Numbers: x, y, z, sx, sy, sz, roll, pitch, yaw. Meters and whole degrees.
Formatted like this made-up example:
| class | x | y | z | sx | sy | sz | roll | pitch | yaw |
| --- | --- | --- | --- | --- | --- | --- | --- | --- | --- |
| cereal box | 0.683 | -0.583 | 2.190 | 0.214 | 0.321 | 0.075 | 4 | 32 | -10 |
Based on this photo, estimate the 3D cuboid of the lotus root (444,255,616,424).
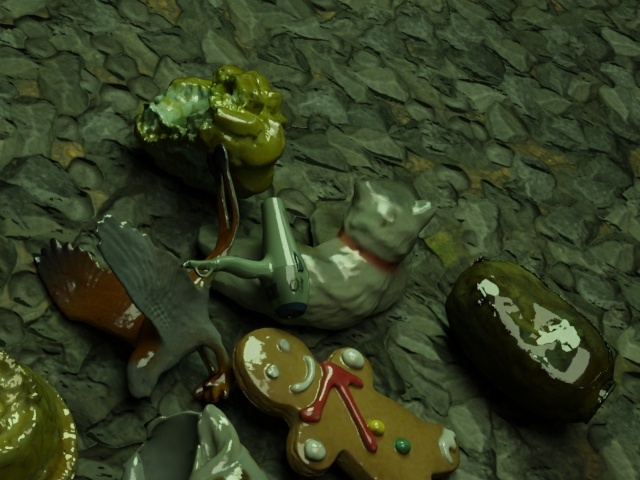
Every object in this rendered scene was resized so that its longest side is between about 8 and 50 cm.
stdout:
| class | x | y | z | sx | sy | sz | roll | pitch | yaw |
| --- | --- | --- | --- | --- | --- | --- | --- | --- | --- |
| lotus root | 0.295 | 0.150 | 2.231 | 0.275 | 0.152 | 0.160 | 43 | 42 | 22 |

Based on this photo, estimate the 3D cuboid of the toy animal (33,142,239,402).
| class | x | y | z | sx | sy | sz | roll | pitch | yaw |
| --- | --- | --- | --- | --- | --- | --- | --- | --- | --- |
| toy animal | -0.180 | 0.062 | 2.061 | 0.284 | 0.225 | 0.302 | -28 | 92 | -35 |

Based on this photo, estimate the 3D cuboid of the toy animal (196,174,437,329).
| class | x | y | z | sx | sy | sz | roll | pitch | yaw |
| --- | --- | --- | --- | --- | --- | --- | --- | --- | --- |
| toy animal | 0.000 | 0.000 | 2.194 | 0.308 | 0.188 | 0.266 | 28 | 53 | -9 |

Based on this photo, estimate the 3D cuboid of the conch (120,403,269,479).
| class | x | y | z | sx | sy | sz | roll | pitch | yaw |
| --- | --- | --- | --- | --- | --- | --- | --- | --- | --- |
| conch | -0.136 | 0.337 | 1.829 | 0.149 | 0.183 | 0.275 | 48 | 43 | -41 |

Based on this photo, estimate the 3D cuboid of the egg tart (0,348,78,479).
| class | x | y | z | sx | sy | sz | roll | pitch | yaw |
| --- | --- | --- | --- | --- | --- | --- | --- | --- | --- |
| egg tart | -0.414 | 0.212 | 1.816 | 0.290 | 0.115 | 0.290 | 14 | 47 | -16 |

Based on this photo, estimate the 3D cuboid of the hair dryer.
| class | x | y | z | sx | sy | sz | roll | pitch | yaw |
| --- | --- | --- | --- | --- | --- | --- | --- | --- | --- |
| hair dryer | -0.099 | 0.004 | 2.064 | 0.199 | 0.067 | 0.167 | 23 | 49 | -31 |

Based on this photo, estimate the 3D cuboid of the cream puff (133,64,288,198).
| class | x | y | z | sx | sy | sz | roll | pitch | yaw |
| --- | --- | --- | --- | --- | --- | --- | --- | --- | --- |
| cream puff | -0.133 | -0.160 | 2.250 | 0.221 | 0.194 | 0.195 | 10 | 28 | 39 |

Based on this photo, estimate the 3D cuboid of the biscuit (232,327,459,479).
| class | x | y | z | sx | sy | sz | roll | pitch | yaw |
| --- | --- | --- | --- | --- | --- | --- | --- | --- | --- |
| biscuit | 0.033 | 0.229 | 2.047 | 0.340 | 0.047 | 0.216 | 40 | 42 | -6 |
